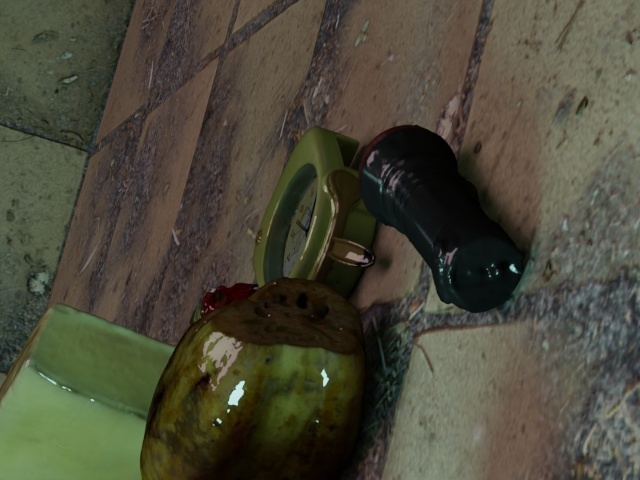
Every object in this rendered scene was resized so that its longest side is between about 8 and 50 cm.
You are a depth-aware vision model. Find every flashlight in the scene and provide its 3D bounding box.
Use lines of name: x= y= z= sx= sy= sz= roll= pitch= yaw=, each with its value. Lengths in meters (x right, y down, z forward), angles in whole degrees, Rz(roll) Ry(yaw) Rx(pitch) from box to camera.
flashlight: x=0.098 y=-0.020 z=1.217 sx=0.093 sy=0.093 sz=0.232 roll=-67 pitch=23 yaw=16

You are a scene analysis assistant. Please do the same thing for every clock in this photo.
clock: x=0.000 y=0.000 z=1.502 sx=0.170 sy=0.069 sz=0.232 roll=-64 pitch=20 yaw=21

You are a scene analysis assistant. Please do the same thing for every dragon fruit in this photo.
dragon fruit: x=-0.089 y=0.113 z=1.583 sx=0.130 sy=0.121 sz=0.142 roll=-46 pitch=-24 yaw=-29

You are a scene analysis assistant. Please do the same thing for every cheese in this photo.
cheese: x=-0.262 y=0.216 z=1.783 sx=0.265 sy=0.243 sz=0.124 roll=-53 pitch=16 yaw=46

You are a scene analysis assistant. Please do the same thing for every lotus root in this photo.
lotus root: x=-0.066 y=0.158 z=1.375 sx=0.193 sy=0.193 sz=0.291 roll=-95 pitch=25 yaw=-51
